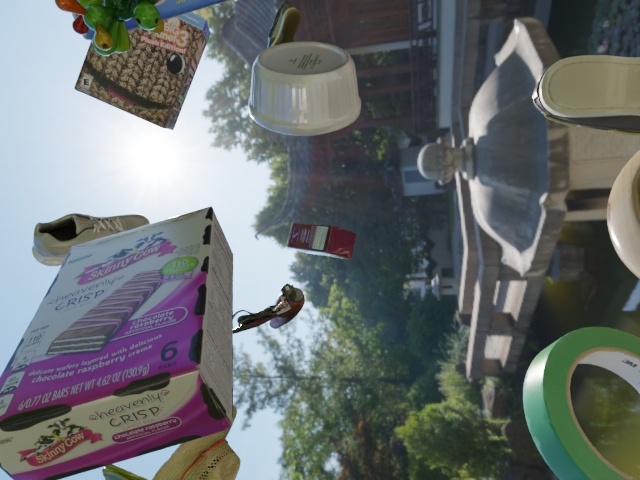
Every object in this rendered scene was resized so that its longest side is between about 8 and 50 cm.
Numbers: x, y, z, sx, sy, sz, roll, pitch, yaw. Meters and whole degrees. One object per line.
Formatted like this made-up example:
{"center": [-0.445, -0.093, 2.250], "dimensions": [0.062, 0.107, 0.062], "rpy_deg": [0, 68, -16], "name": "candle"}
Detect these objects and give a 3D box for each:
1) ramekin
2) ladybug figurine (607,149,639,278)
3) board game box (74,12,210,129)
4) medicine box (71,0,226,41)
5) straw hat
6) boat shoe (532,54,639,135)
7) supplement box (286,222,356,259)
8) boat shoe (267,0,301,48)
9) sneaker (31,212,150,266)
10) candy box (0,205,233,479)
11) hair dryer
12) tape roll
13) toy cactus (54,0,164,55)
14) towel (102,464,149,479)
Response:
{"center": [-0.038, -0.366, 1.088], "dimensions": [0.273, 0.272, 0.127], "rpy_deg": [-79, -9, -48], "name": "ramekin"}
{"center": [0.709, -0.050, 0.851], "dimensions": [0.162, 0.305, 0.450], "rpy_deg": [46, -131, -25], "name": "ladybug figurine"}
{"center": [-0.449, -0.467, 1.201], "dimensions": [0.141, 0.231, 0.291], "rpy_deg": [-130, 63, -75], "name": "board game box"}
{"center": [-0.301, -0.503, 0.727], "dimensions": [0.149, 0.263, 0.290], "rpy_deg": [-120, 12, -56], "name": "medicine box"}
{"center": [-0.136, 0.282, 0.573], "dimensions": [0.144, 0.061, 0.145], "rpy_deg": [-44, -24, -25], "name": "straw hat"}
{"center": [0.496, -0.214, 0.705], "dimensions": [0.096, 0.324, 0.117], "rpy_deg": [-23, -60, -76], "name": "boat shoe"}
{"center": [0.000, 0.000, 1.378], "dimensions": [0.104, 0.188, 0.081], "rpy_deg": [17, -97, -41], "name": "supplement box"}
{"center": [-0.129, -0.676, 1.524], "dimensions": [0.074, 0.080, 0.223], "rpy_deg": [65, 148, 18], "name": "boat shoe"}
{"center": [-0.527, -0.020, 1.089], "dimensions": [0.099, 0.262, 0.121], "rpy_deg": [58, 145, 18], "name": "sneaker"}
{"center": [-0.162, 0.070, 0.410], "dimensions": [0.233, 0.159, 0.071], "rpy_deg": [-108, 2, -58], "name": "candy box"}
{"center": [-0.151, 0.204, 1.365], "dimensions": [0.080, 0.223, 0.293], "rpy_deg": [63, 180, 23], "name": "hair dryer"}
{"center": [0.537, 0.318, 0.840], "dimensions": [0.077, 0.320, 0.322], "rpy_deg": [104, 174, -55], "name": "tape roll"}
{"center": [-0.253, -0.324, 0.585], "dimensions": [0.112, 0.219, 0.181], "rpy_deg": [25, -86, -39], "name": "toy cactus"}
{"center": [-0.348, 0.522, 0.852], "dimensions": [0.021, 0.102, 0.238], "rpy_deg": [-35, -48, -63], "name": "towel"}
